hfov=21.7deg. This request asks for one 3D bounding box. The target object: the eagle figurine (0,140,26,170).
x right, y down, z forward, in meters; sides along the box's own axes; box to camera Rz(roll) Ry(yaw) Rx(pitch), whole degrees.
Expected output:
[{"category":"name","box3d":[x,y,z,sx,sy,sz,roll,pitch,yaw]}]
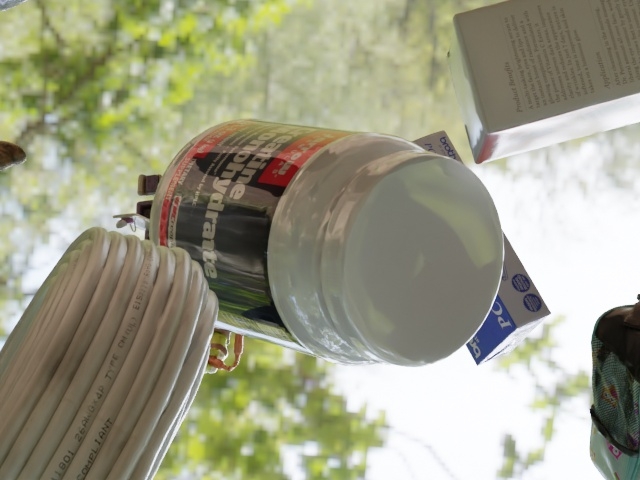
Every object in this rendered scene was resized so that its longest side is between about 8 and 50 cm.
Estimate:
[{"category":"eagle figurine","box3d":[-0.324,-0.031,0.933,0.298,0.226,0.225,-12,-136,-42]}]

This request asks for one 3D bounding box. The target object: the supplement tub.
[{"category":"supplement tub","box3d":[0.000,0.000,1.393,0.191,0.191,0.272,-5,-170,-37]}]

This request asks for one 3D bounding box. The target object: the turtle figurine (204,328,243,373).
[{"category":"turtle figurine","box3d":[-0.121,0.050,1.852,0.087,0.269,0.217,25,143,-35]}]

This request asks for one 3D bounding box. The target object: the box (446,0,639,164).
[{"category":"box","box3d":[0.186,-0.129,1.222,0.170,0.091,0.130,-15,173,0]}]

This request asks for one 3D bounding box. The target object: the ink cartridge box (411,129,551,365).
[{"category":"ink cartridge box","box3d":[0.134,0.007,1.598,0.046,0.207,0.097,-21,163,-28]}]

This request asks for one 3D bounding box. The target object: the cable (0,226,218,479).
[{"category":"cable","box3d":[-0.139,0.112,0.842,0.089,0.257,0.257,30,158,-9]}]

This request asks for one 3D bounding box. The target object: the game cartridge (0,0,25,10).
[{"category":"game cartridge","box3d":[-0.321,-0.361,1.531,0.060,0.294,0.196,-21,144,17]}]

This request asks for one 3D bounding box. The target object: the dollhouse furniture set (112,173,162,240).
[{"category":"dollhouse furniture set","box3d":[-0.137,-0.030,1.591,0.114,0.091,0.081,-5,165,25]}]

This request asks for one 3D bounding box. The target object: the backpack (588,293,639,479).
[{"category":"backpack","box3d":[0.302,0.144,1.329,0.166,0.188,0.144,-13,-138,-20]}]
